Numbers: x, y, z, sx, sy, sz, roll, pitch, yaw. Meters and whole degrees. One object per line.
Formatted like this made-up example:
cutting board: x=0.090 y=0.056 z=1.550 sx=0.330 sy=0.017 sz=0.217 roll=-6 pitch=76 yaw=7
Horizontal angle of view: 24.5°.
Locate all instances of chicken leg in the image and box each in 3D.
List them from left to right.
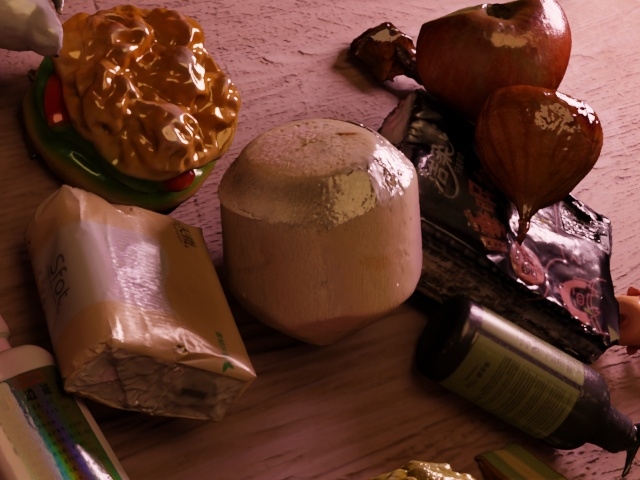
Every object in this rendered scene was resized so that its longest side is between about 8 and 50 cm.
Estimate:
chicken leg: x=0.179 y=-0.205 z=1.885 sx=0.304 sy=0.093 sz=0.113 roll=16 pitch=63 yaw=-21

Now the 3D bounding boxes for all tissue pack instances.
tissue pack: x=-0.174 y=0.059 z=1.398 sx=0.186 sy=0.090 sz=0.222 roll=19 pitch=34 yaw=-35
tissue pack: x=0.200 y=-0.009 z=1.735 sx=0.332 sy=0.123 sz=0.245 roll=31 pitch=40 yaw=-18

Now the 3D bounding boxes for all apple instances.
apple: x=0.211 y=-0.221 z=1.767 sx=0.195 sy=0.173 sz=0.160 roll=-19 pitch=79 yaw=-23

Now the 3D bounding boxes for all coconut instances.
coconut: x=0.000 y=0.000 z=1.519 sx=0.224 sy=0.234 sz=0.224 roll=-8 pitch=35 yaw=6

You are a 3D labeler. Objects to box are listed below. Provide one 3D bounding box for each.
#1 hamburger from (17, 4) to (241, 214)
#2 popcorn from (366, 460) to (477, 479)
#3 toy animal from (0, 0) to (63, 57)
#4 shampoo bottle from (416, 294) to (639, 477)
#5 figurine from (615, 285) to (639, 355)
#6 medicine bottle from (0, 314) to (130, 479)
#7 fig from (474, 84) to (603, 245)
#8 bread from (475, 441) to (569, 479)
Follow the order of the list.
hamburger: x=-0.187 y=-0.151 z=1.536 sx=0.237 sy=0.149 sz=0.237 roll=18 pitch=50 yaw=-23
popcorn: x=0.090 y=0.340 z=1.354 sx=0.251 sy=0.206 sz=0.237 roll=60 pitch=31 yaw=-3
toy animal: x=-0.398 y=-0.267 z=1.455 sx=0.289 sy=0.174 sz=0.249 roll=20 pitch=62 yaw=-25
shampoo bottle: x=0.246 y=0.167 z=1.650 sx=0.284 sy=0.101 sz=0.101 roll=30 pitch=47 yaw=-15
figurine: x=0.436 y=0.112 z=1.829 sx=0.195 sy=0.102 sz=0.111 roll=3 pitch=91 yaw=-38
medicine bottle: x=-0.263 y=0.163 z=1.303 sx=0.115 sy=0.078 sz=0.219 roll=-19 pitch=72 yaw=-49
fig: x=0.243 y=-0.071 z=1.650 sx=0.146 sy=0.134 sz=0.201 roll=6 pitch=67 yaw=-6
bread: x=0.230 y=0.295 z=1.610 sx=0.074 sy=0.084 sz=0.139 roll=-16 pitch=39 yaw=-41
